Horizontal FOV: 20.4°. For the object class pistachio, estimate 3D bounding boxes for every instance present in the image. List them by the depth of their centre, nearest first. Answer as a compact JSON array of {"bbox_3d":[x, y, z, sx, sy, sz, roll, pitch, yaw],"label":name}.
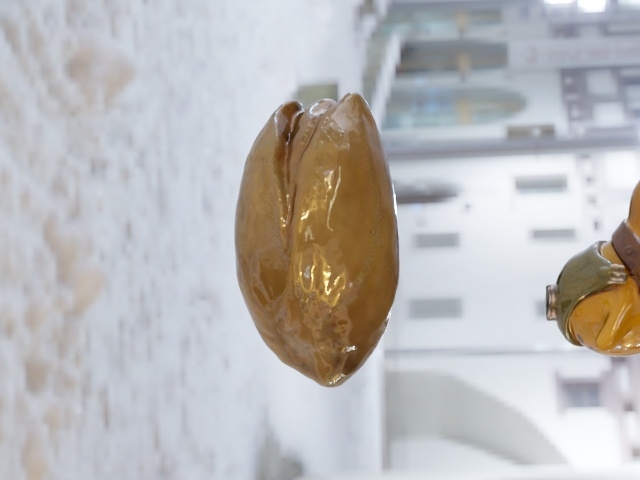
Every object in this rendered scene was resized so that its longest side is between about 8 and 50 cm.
[{"bbox_3d":[0.000,0.000,1.773,0.181,0.162,0.293,17,66,-69],"label":"pistachio"}]

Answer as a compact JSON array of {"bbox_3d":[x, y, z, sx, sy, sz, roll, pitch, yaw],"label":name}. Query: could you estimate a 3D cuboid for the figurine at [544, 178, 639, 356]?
[{"bbox_3d":[0.251,-0.001,1.357,0.166,0.141,0.250,25,69,-58],"label":"figurine"}]
